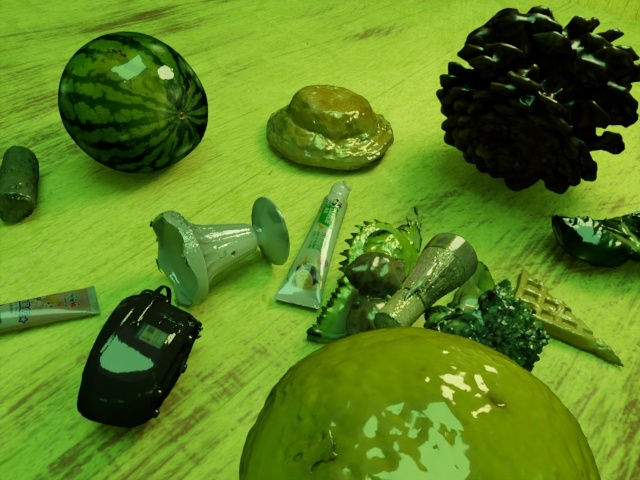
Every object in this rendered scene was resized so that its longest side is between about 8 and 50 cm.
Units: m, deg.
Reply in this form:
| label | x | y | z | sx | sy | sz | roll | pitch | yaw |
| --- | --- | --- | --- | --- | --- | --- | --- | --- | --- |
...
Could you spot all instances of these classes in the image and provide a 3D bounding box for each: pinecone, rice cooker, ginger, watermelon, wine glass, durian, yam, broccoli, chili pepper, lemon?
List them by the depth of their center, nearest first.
| label | x | y | z | sx | sy | sz | roll | pitch | yaw |
| --- | --- | --- | --- | --- | --- | --- | --- | --- | --- |
| lemon | 0.097 | 0.257 | 0.503 | 0.388 | 0.349 | 0.349 | -3 | 43 | -13 |
| rice cooker | -0.248 | 0.159 | 0.720 | 0.118 | 0.142 | 0.203 | 22 | 44 | 0 |
| ginger | 0.077 | 0.118 | 0.784 | 0.104 | 0.080 | 0.204 | 9 | 81 | -27 |
| broccoli | 0.222 | 0.139 | 0.816 | 0.199 | 0.177 | 0.275 | -34 | 14 | 6 |
| wine glass | -0.165 | 0.007 | 0.880 | 0.197 | 0.164 | 0.165 | -20 | 48 | -29 |
| durian | 0.103 | 0.038 | 0.908 | 0.132 | 0.106 | 0.375 | 33 | 53 | 20 |
| chili pepper | 0.570 | -0.002 | 1.001 | 0.265 | 0.116 | 0.148 | -1 | 54 | -5 |
| yam | -0.600 | -0.113 | 1.030 | 0.078 | 0.078 | 0.179 | -11 | 43 | -17 |
| pinecone | 0.457 | -0.296 | 1.071 | 0.398 | 0.397 | 0.397 | 3 | 43 | -2 |
| watermelon | -0.385 | -0.283 | 1.080 | 0.285 | 0.285 | 0.285 | 3 | 43 | -2 |

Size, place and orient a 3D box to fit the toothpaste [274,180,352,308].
| label | x | y | z | sx | sy | sz | roll | pitch | yaw |
| --- | --- | --- | --- | --- | --- | --- | --- | --- | --- |
| toothpaste | 0.000 | 0.000 | 0.983 | 0.058 | 0.056 | 0.314 | -25 | 31 | 38 |

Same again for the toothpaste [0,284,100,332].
| label | x | y | z | sx | sy | sz | roll | pitch | yaw |
| --- | --- | --- | --- | --- | --- | --- | --- | --- | --- |
| toothpaste | -0.458 | 0.114 | 0.824 | 0.195 | 0.042 | 0.067 | -12 | 42 | -25 |

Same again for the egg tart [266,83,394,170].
| label | x | y | z | sx | sy | sz | roll | pitch | yaw |
| --- | --- | --- | --- | --- | --- | --- | --- | --- | --- |
| egg tart | 0.025 | -0.288 | 1.237 | 0.319 | 0.128 | 0.318 | 3 | 40 | -3 |

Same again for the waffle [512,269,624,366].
| label | x | y | z | sx | sy | sz | roll | pitch | yaw |
| --- | --- | --- | --- | --- | --- | --- | --- | --- | --- |
| waffle | 0.427 | 0.128 | 0.896 | 0.191 | 0.032 | 0.125 | 23 | 43 | 16 |

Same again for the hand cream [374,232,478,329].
| label | x | y | z | sx | sy | sz | roll | pitch | yaw |
| --- | --- | --- | --- | --- | --- | --- | --- | --- | --- |
| hand cream | 0.146 | 0.068 | 0.752 | 0.084 | 0.084 | 0.203 | 32 | 49 | 26 |
